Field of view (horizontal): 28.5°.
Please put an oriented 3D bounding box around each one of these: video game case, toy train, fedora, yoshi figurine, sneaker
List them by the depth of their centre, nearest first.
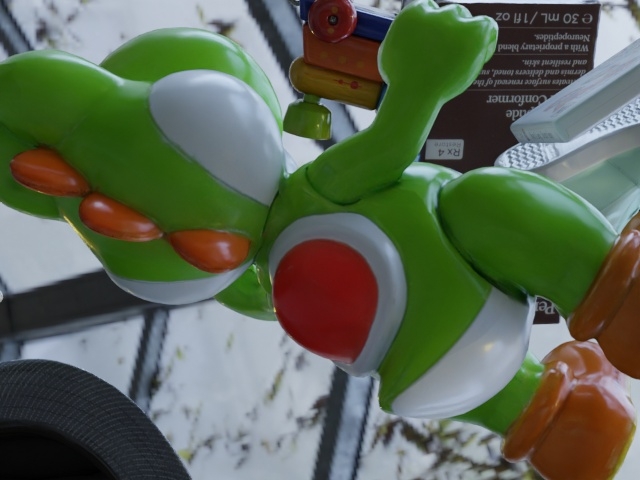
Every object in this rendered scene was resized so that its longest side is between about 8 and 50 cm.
[{"bbox_3d":[0.008,-0.020,0.661,0.203,0.362,0.203,114,-1,-78],"label":"yoshi figurine"},{"bbox_3d":[-0.178,0.209,0.765,0.275,0.124,0.244,-46,-104,1],"label":"fedora"},{"bbox_3d":[0.196,-0.109,0.774,0.019,0.157,0.143,56,1,-5],"label":"video game case"},{"bbox_3d":[-0.006,-0.156,1.127,0.105,0.248,0.143,-91,-164,-73],"label":"toy train"},{"bbox_3d":[0.286,-0.049,1.159,0.094,0.256,0.151,-132,-158,-60],"label":"sneaker"}]

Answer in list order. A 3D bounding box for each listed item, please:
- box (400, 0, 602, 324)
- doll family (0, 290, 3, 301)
[{"bbox_3d":[0.183,-0.097,1.422,0.143,0.191,0.381,-117,-153,-64],"label":"box"},{"bbox_3d":[-0.336,-0.063,1.010,0.263,0.118,0.163,40,-25,-14],"label":"doll family"}]
